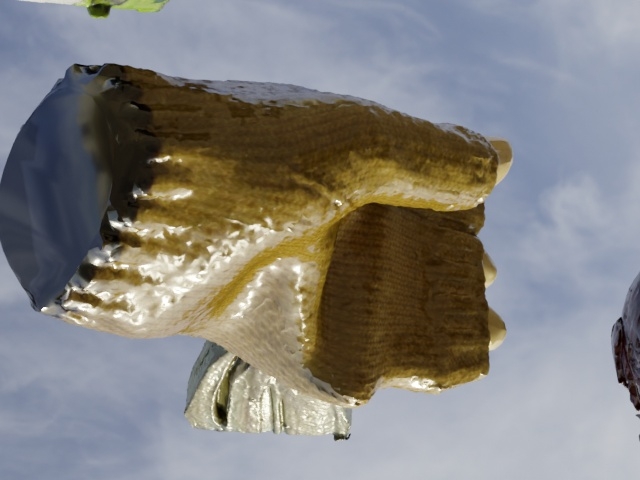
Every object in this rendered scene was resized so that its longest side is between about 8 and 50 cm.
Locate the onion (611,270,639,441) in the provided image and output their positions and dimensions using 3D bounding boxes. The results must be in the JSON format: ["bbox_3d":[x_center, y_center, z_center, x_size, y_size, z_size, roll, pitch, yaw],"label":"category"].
[{"bbox_3d":[0.400,0.115,0.871,0.281,0.221,0.280,15,-114,-36],"label":"onion"}]

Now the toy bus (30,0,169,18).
[{"bbox_3d":[-0.086,-0.248,0.568,0.139,0.302,0.113,-12,-100,-42],"label":"toy bus"}]

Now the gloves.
[{"bbox_3d":[-0.012,-0.009,0.585,0.357,0.155,0.203,16,-68,-35],"label":"gloves"}]

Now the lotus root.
[{"bbox_3d":[-0.037,0.101,0.783,0.143,0.144,0.070,8,-129,-1],"label":"lotus root"}]
